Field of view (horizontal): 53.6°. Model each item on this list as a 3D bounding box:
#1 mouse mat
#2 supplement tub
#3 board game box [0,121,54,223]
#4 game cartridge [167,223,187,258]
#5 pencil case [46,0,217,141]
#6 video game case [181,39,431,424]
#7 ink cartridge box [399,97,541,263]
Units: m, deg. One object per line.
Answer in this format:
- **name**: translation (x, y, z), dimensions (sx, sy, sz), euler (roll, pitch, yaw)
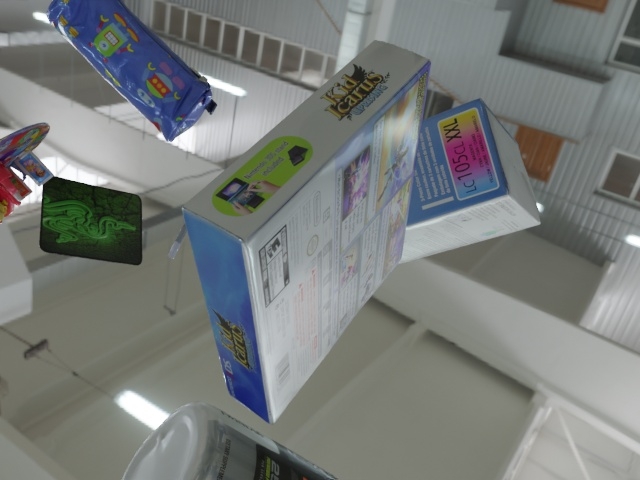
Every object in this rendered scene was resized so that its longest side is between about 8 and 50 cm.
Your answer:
- **mouse mat**: translation (-0.416, -0.035, 1.165), dimensions (0.189, 0.007, 0.153), euler (11, -119, -38)
- **supplement tub**: translation (-0.071, 0.364, 0.783), dimensions (0.338, 0.207, 0.207), euler (37, -162, -23)
- **board game box**: translation (-0.244, -0.016, 0.429), dimensions (0.033, 0.168, 0.133), euler (52, 179, -14)
- **game cartridge**: translation (-0.292, 0.005, 1.301), dimensions (0.017, 0.083, 0.056), euler (31, -122, -8)
- **pencil case**: translation (-0.319, -0.315, 1.098), dimensions (0.306, 0.133, 0.119), euler (45, -165, -10)
- **video game case**: translation (0.000, 0.000, 0.568), dimensions (0.061, 0.269, 0.244), euler (29, -125, 22)
- **ink cartridge box**: translation (0.118, -0.054, 1.014), dimensions (0.395, 0.151, 0.270), euler (-19, 164, 24)
